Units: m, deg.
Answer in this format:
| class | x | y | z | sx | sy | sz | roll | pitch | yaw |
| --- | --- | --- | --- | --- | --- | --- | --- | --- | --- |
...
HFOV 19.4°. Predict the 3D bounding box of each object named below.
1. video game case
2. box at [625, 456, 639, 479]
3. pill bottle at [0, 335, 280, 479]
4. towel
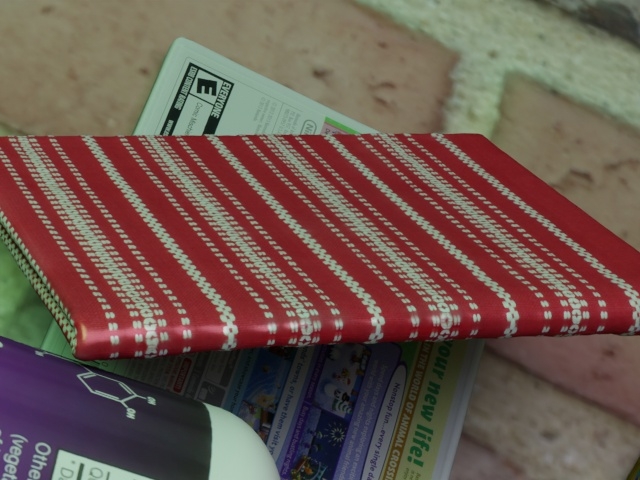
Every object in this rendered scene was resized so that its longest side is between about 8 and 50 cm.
| class | x | y | z | sx | sy | sz | roll | pitch | yaw |
| --- | --- | --- | --- | --- | --- | --- | --- | --- | --- |
| video game case | -0.015 | 0.026 | 0.875 | 0.193 | 0.023 | 0.212 | 25 | 55 | -9 |
| box | 0.173 | 0.164 | 0.869 | 0.105 | 0.043 | 0.179 | 39 | 53 | 0 |
| pill bottle | -0.139 | 0.121 | 0.670 | 0.323 | 0.181 | 0.181 | 20 | 57 | -13 |
| towel | 0.000 | 0.000 | 0.797 | 0.275 | 0.031 | 0.199 | -2 | 23 | -25 |
